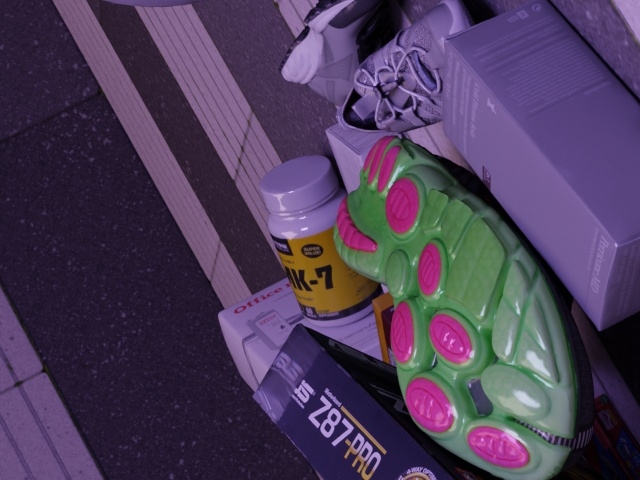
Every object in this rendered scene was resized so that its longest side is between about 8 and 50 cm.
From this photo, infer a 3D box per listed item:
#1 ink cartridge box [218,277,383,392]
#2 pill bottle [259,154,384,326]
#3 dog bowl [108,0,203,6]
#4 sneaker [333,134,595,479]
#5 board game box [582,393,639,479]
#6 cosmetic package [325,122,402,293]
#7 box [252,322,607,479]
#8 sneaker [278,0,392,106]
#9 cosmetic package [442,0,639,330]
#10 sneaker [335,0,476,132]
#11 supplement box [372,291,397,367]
[{"bbox_3d":[0.006,0.149,2.229,0.283,0.207,0.117,39,153,60],"label":"ink cartridge box"},{"bbox_3d":[0.000,0.000,2.145,0.119,0.119,0.209,39,154,60],"label":"pill bottle"},{"bbox_3d":[-0.161,-0.394,1.506,0.349,0.348,0.102,61,156,6],"label":"dog bowl"},{"bbox_3d":[0.158,0.044,1.446,0.185,0.202,0.483,-64,21,21],"label":"sneaker"},{"bbox_3d":[0.338,0.297,1.641,0.281,0.027,0.145,59,168,16],"label":"board game box"},{"bbox_3d":[0.085,-0.026,1.886,0.099,0.060,0.239,45,159,58],"label":"cosmetic package"},{"bbox_3d":[0.166,0.242,1.470,0.395,0.097,0.318,27,-173,-33],"label":"box"},{"bbox_3d":[0.040,-0.212,1.651,0.108,0.100,0.271,37,162,1],"label":"sneaker"},{"bbox_3d":[0.198,-0.062,1.276,0.238,0.107,0.127,58,164,33],"label":"cosmetic package"},{"bbox_3d":[0.088,-0.141,1.509,0.105,0.115,0.281,61,167,4],"label":"sneaker"},{"bbox_3d":[0.168,0.154,1.777,0.194,0.129,0.191,52,164,37],"label":"supplement box"}]
